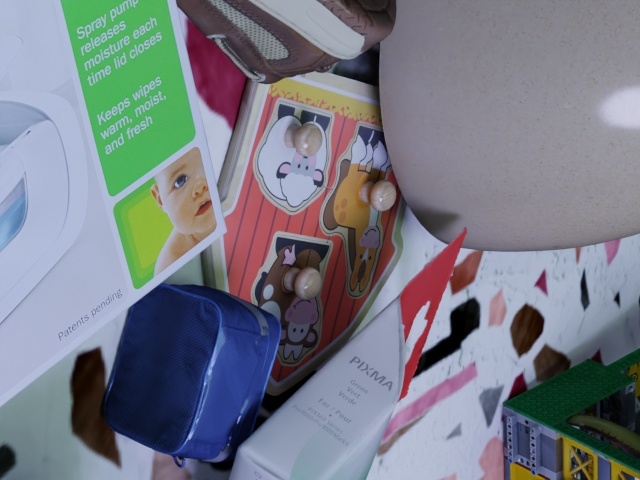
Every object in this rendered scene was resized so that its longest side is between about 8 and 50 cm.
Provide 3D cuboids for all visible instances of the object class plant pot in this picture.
[{"bbox_3d":[0.190,-0.120,1.048,0.284,0.191,0.284,-21,116,-52],"label":"plant pot"}]

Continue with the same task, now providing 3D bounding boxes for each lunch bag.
[{"bbox_3d":[-0.066,0.075,0.914,0.065,0.067,0.098,13,96,-53],"label":"lunch bag"}]

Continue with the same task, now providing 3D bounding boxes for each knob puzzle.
[{"bbox_3d":[0.000,0.000,1.004,0.213,0.030,0.213,-25,123,-46],"label":"knob puzzle"}]

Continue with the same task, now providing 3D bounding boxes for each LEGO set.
[{"bbox_3d":[0.293,0.197,1.288,0.331,0.255,0.192,-28,124,-41],"label":"LEGO set"}]

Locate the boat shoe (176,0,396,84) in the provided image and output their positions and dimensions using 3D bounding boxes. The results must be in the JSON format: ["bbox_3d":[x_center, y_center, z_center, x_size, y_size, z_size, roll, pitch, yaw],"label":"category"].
[{"bbox_3d":[-0.079,-0.159,0.783,0.257,0.095,0.095,43,38,-28],"label":"boat shoe"}]

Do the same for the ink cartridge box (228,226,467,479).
[{"bbox_3d":[0.023,0.119,1.006,0.225,0.056,0.181,-39,158,-37],"label":"ink cartridge box"}]

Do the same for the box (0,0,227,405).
[{"bbox_3d":[-0.184,-0.048,0.665,0.262,0.127,0.231,-38,134,-37],"label":"box"}]
